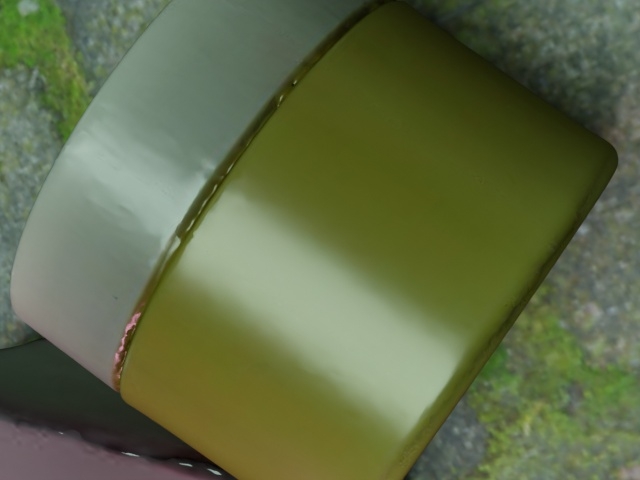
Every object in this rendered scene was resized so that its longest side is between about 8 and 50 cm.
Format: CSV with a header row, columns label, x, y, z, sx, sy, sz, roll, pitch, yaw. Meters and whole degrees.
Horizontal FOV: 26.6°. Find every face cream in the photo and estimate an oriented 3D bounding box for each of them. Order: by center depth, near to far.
label,x,y,z,sx,sy,sz,roll,pitch,yaw
face cream,0.000,0.000,0.609,0.179,0.218,0.218,35,117,7

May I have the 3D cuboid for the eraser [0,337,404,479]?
label,x,y,z,sx,sy,sz,roll,pitch,yaw
eraser,-0.099,0.253,0.792,0.272,0.122,0.359,11,110,21
